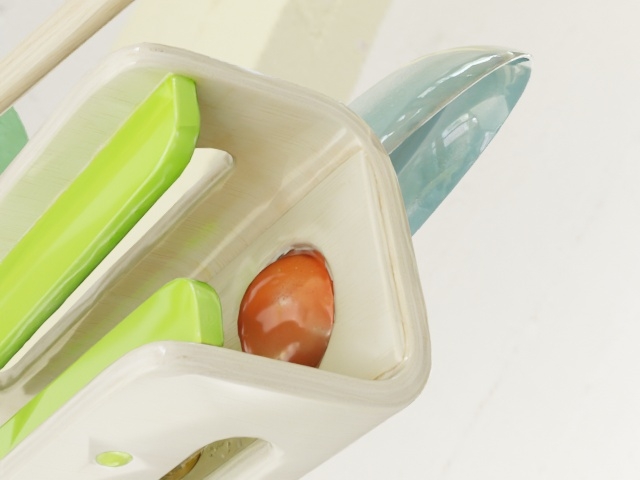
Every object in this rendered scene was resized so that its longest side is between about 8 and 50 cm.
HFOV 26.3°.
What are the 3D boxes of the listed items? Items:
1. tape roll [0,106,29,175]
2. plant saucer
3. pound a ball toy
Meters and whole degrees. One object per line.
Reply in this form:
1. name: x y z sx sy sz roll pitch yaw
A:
1. tape roll: -0.358 -0.067 0.927 0.321 0.321 0.077 -25 -26 -54
2. plant saucer: 0.000 0.000 0.793 0.317 0.044 0.317 -45 -9 -9
3. pound a ball toy: -0.072 0.018 0.536 0.136 0.319 0.208 16 -130 -34
